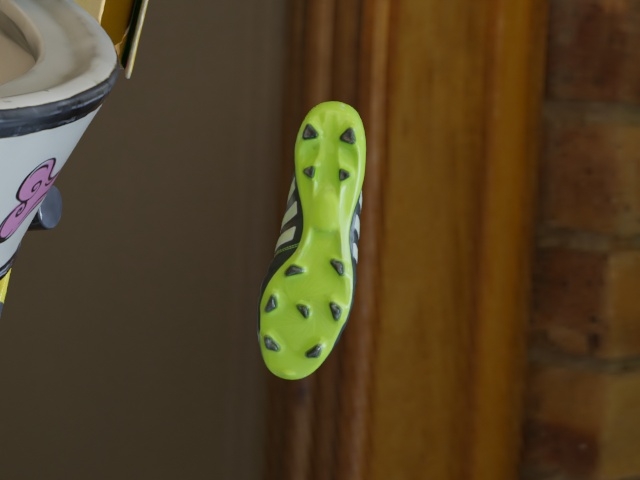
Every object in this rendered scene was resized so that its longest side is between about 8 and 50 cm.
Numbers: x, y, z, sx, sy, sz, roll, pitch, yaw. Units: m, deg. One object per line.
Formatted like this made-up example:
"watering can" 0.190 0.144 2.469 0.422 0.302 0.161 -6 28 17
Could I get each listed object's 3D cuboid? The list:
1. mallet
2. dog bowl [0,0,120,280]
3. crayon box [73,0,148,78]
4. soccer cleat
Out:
"mallet" -0.239 0.040 1.510 0.062 0.039 0.190 -5 -115 21
"dog bowl" -0.307 -0.065 0.903 0.408 0.408 0.150 31 -68 38
"crayon box" -0.140 -0.221 1.172 0.318 0.081 0.202 -136 -120 -72
"soccer cleat" 0.000 0.000 1.261 0.060 0.072 0.179 11 -84 6
